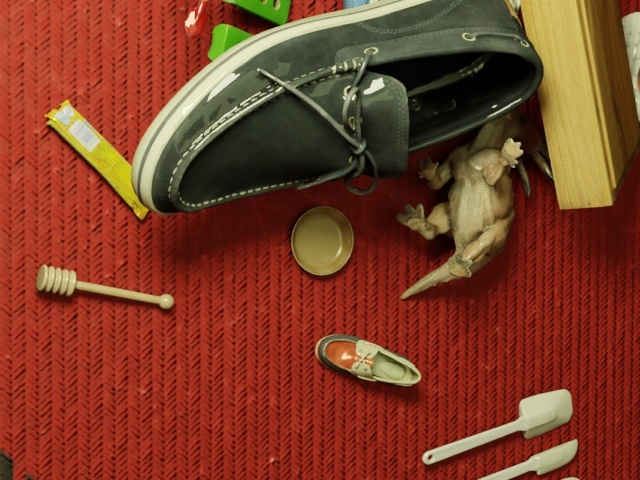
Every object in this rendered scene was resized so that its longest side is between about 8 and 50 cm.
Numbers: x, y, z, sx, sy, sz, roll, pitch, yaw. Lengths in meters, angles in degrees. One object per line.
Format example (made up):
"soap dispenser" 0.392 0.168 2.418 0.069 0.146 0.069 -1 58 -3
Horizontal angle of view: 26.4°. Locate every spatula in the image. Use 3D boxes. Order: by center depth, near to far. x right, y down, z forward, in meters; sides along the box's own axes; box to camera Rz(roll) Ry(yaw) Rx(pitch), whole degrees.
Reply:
"spatula" 0.241 0.302 1.785 0.242 0.019 0.168 -15 104 -23

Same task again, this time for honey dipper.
"honey dipper" -0.238 0.056 1.535 0.161 0.030 0.030 12 87 -27

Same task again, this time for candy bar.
"candy bar" -0.243 -0.092 1.532 0.161 0.018 0.040 46 70 -20

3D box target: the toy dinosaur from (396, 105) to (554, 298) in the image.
"toy dinosaur" 0.206 -0.050 1.702 0.200 0.127 0.295 -4 114 -60

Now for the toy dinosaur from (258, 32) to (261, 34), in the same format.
"toy dinosaur" -0.064 -0.175 1.569 0.112 0.064 0.211 -58 152 8

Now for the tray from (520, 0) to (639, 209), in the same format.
"tray" 0.312 -0.267 1.659 0.203 0.076 0.411 -49 130 -55

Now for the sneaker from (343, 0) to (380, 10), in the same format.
"sneaker" 0.069 -0.337 1.617 0.130 0.147 0.330 -13 117 -35

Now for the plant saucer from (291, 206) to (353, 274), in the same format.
"plant saucer" 0.000 0.000 1.654 0.083 0.015 0.083 -2 94 -25

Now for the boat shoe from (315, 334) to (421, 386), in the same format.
"boat shoe" 0.059 0.149 1.674 0.137 0.043 0.049 21 85 -24

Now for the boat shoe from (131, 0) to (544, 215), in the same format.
"boat shoe" 0.030 -0.144 1.494 0.500 0.156 0.187 -24 144 -21

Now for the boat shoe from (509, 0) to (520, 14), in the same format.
"boat shoe" 0.198 -0.290 1.689 0.098 0.096 0.277 26 81 -24

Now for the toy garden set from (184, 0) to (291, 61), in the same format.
"toy garden set" -0.103 -0.321 1.538 0.204 0.049 0.244 13 88 -57

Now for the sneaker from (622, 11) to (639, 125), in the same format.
"sneaker" 0.421 -0.225 1.833 0.065 0.061 0.158 7 91 -53
